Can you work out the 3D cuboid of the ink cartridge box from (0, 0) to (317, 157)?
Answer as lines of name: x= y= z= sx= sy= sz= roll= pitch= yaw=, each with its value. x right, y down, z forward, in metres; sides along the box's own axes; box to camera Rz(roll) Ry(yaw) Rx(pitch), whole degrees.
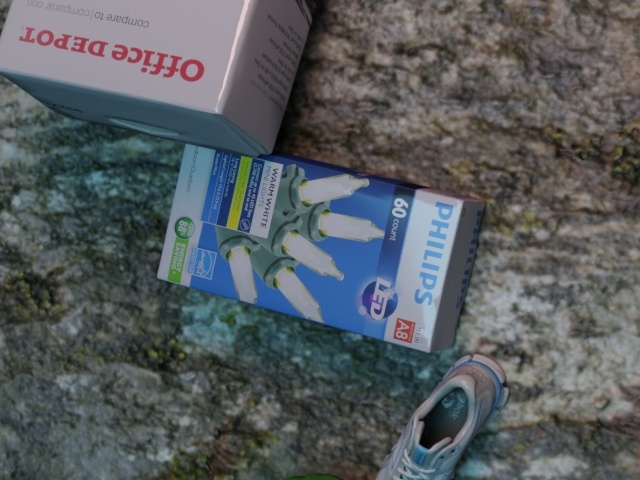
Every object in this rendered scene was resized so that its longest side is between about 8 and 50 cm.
ink cartridge box: x=-0.117 y=-0.249 z=1.383 sx=0.223 sy=0.129 sz=0.308 roll=13 pitch=82 yaw=21

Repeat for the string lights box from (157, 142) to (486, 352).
string lights box: x=0.000 y=0.000 z=1.409 sx=0.259 sy=0.076 sz=0.133 roll=14 pitch=95 yaw=21

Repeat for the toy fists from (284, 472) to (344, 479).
toy fists: x=0.009 y=0.339 z=1.394 sx=0.142 sy=0.096 sz=0.279 roll=-3 pitch=92 yaw=46

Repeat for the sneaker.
sneaker: x=0.086 y=0.183 z=1.378 sx=0.071 sy=0.083 sz=0.191 roll=30 pitch=104 yaw=17
